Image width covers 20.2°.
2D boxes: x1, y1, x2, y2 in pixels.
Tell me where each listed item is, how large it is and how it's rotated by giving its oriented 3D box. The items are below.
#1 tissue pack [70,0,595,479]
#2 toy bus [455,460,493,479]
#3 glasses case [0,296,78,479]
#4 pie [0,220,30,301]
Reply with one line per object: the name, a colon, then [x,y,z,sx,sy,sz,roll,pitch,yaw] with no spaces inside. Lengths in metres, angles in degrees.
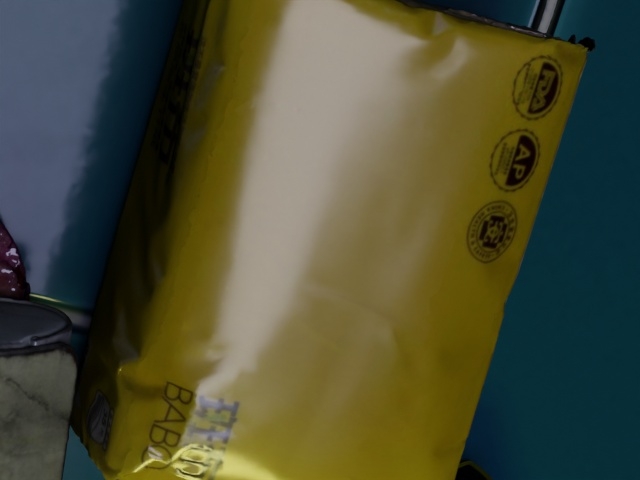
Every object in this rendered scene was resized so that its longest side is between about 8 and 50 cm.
tissue pack: [0.000,0.000,0.907,0.192,0.134,0.271,12,101,-20]
toy bus: [0.085,0.184,1.036,0.058,0.052,0.102,-20,109,-11]
glasses case: [-0.197,0.175,0.908,0.114,0.060,0.299,0,114,-26]
pie: [-0.218,0.034,0.896,0.154,0.036,0.154,-6,109,-19]
